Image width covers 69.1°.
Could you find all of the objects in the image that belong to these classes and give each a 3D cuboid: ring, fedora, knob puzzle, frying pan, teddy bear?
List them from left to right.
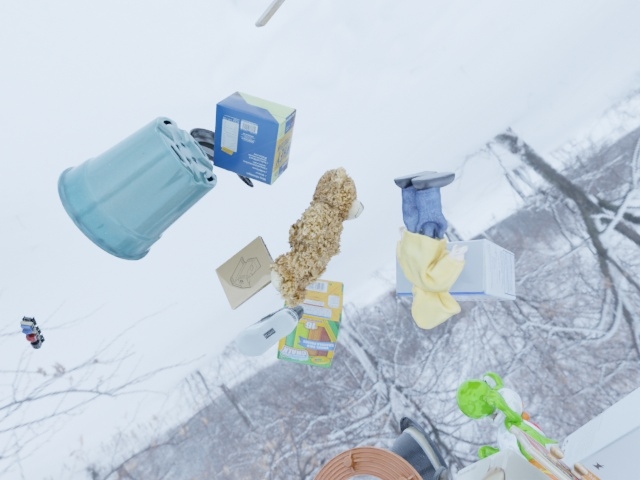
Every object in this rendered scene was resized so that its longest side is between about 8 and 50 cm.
[{"bbox_3d":[-0.320,-0.286,1.621,0.053,0.326,0.197,-54,172,27],"label":"frying pan"},{"bbox_3d":[0.000,0.000,1.052,0.338,0.113,0.245,-55,152,-30],"label":"teddy bear"},{"bbox_3d":[0.085,0.600,0.951,0.337,0.336,0.032,-38,135,14],"label":"ring"},{"bbox_3d":[0.311,0.773,1.594,0.153,0.334,0.334,-21,165,-15],"label":"fedora"},{"bbox_3d":[0.358,0.326,0.657,0.030,0.213,0.213,-52,168,1],"label":"knob puzzle"}]

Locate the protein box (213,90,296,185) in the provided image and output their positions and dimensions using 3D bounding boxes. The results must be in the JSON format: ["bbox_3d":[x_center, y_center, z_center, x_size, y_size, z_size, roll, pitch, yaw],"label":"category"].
[{"bbox_3d":[-0.199,-0.307,1.395,0.136,0.200,0.201,-59,166,-52],"label":"protein box"}]

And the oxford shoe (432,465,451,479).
[{"bbox_3d":[0.327,0.673,1.198,0.096,0.082,0.227,8,-167,17],"label":"oxford shoe"}]

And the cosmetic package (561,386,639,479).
[{"bbox_3d":[0.818,0.542,1.161,0.161,0.230,0.453,-39,155,-40],"label":"cosmetic package"}]

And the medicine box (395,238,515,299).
[{"bbox_3d":[0.404,0.098,1.377,0.264,0.149,0.289,-6,166,36],"label":"medicine box"}]

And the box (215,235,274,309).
[{"bbox_3d":[-0.240,0.105,1.522,0.201,0.164,0.021,-37,151,12],"label":"box"}]

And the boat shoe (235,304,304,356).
[{"bbox_3d":[-0.125,0.226,1.168,0.219,0.077,0.070,-32,-178,32],"label":"boat shoe"}]

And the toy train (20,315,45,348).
[{"bbox_3d":[-0.656,0.213,1.058,0.027,0.036,0.158,10,146,-14],"label":"toy train"}]

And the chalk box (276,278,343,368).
[{"bbox_3d":[-0.037,0.283,1.499,0.179,0.180,0.288,-81,180,-52],"label":"chalk box"}]

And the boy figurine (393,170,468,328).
[{"bbox_3d":[0.198,0.024,0.822,0.092,0.285,0.177,-14,-168,-22],"label":"boy figurine"}]

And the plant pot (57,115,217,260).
[{"bbox_3d":[-0.516,-0.172,1.385,0.334,0.341,0.341,-34,169,12],"label":"plant pot"}]

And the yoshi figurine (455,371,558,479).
[{"bbox_3d":[0.477,0.505,1.247,0.204,0.203,0.362,-39,-153,14],"label":"yoshi figurine"}]

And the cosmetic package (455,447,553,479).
[{"bbox_3d":[0.248,0.493,0.696,0.309,0.113,0.160,-48,171,-46],"label":"cosmetic package"}]

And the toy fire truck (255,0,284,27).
[{"bbox_3d":[-0.078,-0.618,1.039,0.159,0.246,0.217,-6,-159,-7],"label":"toy fire truck"}]
